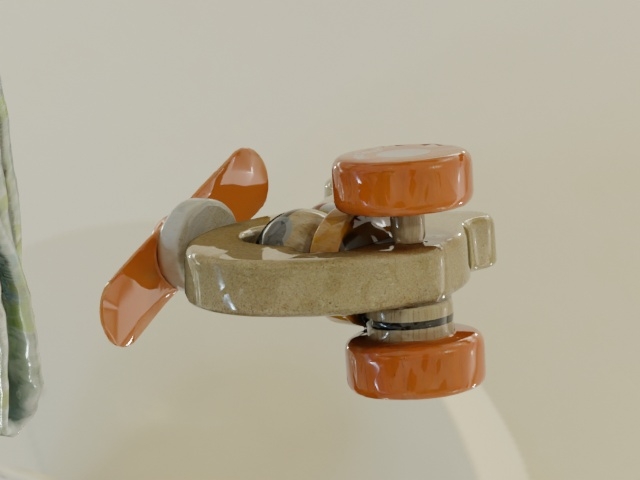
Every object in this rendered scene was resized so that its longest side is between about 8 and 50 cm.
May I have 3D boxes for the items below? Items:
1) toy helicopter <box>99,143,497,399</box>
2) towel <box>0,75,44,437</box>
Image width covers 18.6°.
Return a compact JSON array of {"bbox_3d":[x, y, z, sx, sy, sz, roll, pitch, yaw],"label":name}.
[{"bbox_3d":[0.000,0.000,1.272,0.235,0.355,0.140,-3,-80,12],"label":"toy helicopter"},{"bbox_3d":[-0.255,-0.087,0.670,0.374,0.320,0.090,36,-111,10],"label":"towel"}]
